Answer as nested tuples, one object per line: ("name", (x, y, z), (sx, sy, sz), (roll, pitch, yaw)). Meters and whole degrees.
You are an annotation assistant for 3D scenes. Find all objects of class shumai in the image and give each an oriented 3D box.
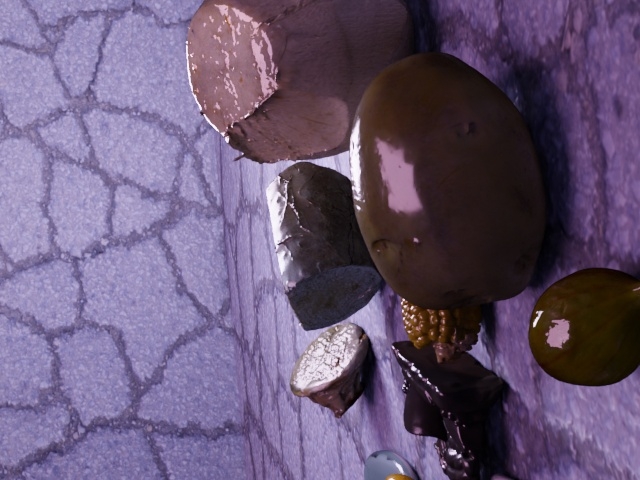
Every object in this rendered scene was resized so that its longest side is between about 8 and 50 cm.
("shumai", (0.041, 0.275, 1.894), (0.120, 0.201, 0.201), (46, 180, -24))

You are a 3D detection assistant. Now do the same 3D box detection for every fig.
("fig", (0.305, 0.069, 0.893), (0.236, 0.124, 0.124), (-40, 56, 54))

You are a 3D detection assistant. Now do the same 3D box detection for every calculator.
("calculator", (0.135, 0.500, 1.756), (0.299, 0.041, 0.185), (150, 114, -71))

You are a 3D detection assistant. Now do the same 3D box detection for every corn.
("corn", (0.171, 0.019, 1.317), (0.119, 0.119, 0.321), (171, 98, -74))

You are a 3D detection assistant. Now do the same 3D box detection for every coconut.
("coconut", (-0.013, -0.299, 1.482), (0.346, 0.360, 0.346), (20, 119, 41))

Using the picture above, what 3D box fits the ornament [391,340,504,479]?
("ornament", (0.196, 0.296, 1.384), (0.251, 0.106, 0.260), (-140, 41, -71))

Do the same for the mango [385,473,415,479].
("mango", (0.145, 0.537, 1.568), (0.157, 0.109, 0.262), (8, 110, 49))

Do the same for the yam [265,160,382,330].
("yam", (0.004, -0.003, 1.758), (0.202, 0.202, 0.271), (70, 179, -58))

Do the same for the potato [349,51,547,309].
("potato", (0.155, -0.070, 1.130), (0.243, 0.221, 0.326), (-164, 64, -66))

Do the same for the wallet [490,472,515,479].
("wallet", (0.272, 0.361, 1.244), (0.122, 0.025, 0.061), (175, 91, -74))
